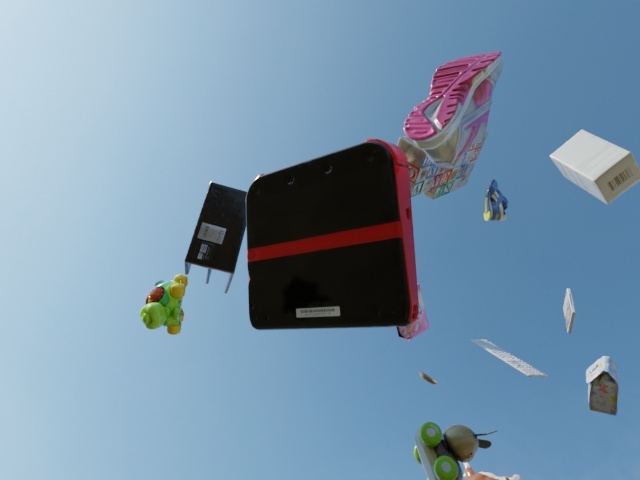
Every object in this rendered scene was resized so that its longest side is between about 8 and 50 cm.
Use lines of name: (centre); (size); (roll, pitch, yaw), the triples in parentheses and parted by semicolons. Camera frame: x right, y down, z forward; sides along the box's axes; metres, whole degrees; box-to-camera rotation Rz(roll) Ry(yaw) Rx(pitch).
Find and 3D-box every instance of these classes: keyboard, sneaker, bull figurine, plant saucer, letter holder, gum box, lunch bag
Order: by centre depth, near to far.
sneaker: (0.235, -0.220, 0.696); (0.102, 0.252, 0.111); (16, -29, 46)
lunch bag: (0.514, 0.259, 0.747); (0.053, 0.071, 0.084); (5, -74, 34)
sneaker: (0.503, -0.112, 1.177); (0.059, 0.144, 0.053); (9, -30, 9)
bull figurine: (0.432, 0.747, 1.195); (0.310, 0.188, 0.101); (-37, -81, -2)
keyboard: (0.565, 0.354, 1.254); (0.072, 0.256, 0.014); (13, -85, -20)
letter holder: (-0.341, -0.001, 1.382); (0.151, 0.302, 0.214); (15, -31, -11)
gum box: (0.323, 0.252, 1.503); (0.062, 0.107, 0.189); (0, -72, 58)
plant saucer: (0.424, 0.546, 1.620); (0.083, 0.083, 0.015); (32, -93, 3)

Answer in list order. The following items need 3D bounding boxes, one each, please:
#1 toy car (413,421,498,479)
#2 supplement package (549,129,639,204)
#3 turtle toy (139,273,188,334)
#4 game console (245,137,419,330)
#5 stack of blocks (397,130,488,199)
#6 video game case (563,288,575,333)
toy car: (0.334, 0.506, 0.982); (0.188, 0.149, 0.155); (-13, -44, -8)
supplement package: (0.724, -0.197, 1.084); (0.105, 0.179, 0.105); (37, -70, -28)
turtle toy: (-0.273, 0.115, 0.718); (0.066, 0.130, 0.095); (7, -79, -14)
game console: (0.000, 0.000, 0.813); (0.386, 0.060, 0.343); (-10, -100, 36)
stack of blocks: (0.308, -0.205, 1.098); (0.087, 0.297, 0.171); (40, -45, 31)
video game case: (0.800, 0.225, 1.321); (0.011, 0.122, 0.087); (4, -57, 22)
